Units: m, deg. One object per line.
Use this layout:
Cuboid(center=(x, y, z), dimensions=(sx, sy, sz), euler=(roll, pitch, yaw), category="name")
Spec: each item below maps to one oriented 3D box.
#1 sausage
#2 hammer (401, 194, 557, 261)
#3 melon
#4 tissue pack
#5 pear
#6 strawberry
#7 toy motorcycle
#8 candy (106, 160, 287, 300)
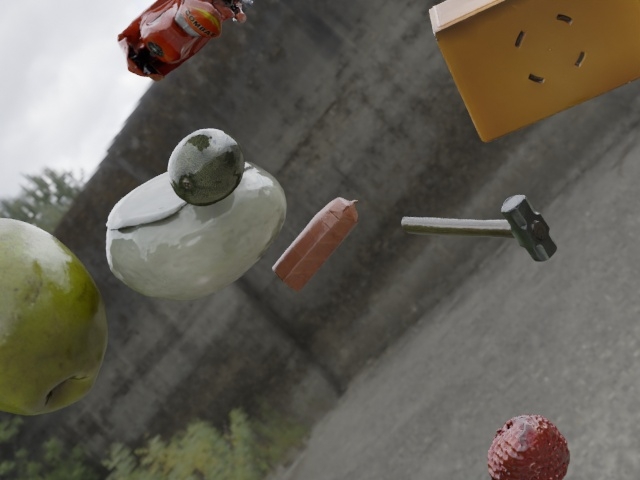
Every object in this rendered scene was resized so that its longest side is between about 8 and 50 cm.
Cuboid(center=(0.000, 0.000, 1.551), dimensions=(0.169, 0.065, 0.065), euler=(-50, -1, 6), category="sausage")
Cuboid(center=(0.253, -0.023, 1.723), dimensions=(0.043, 0.111, 0.365), euler=(-46, 23, -21), category="hammer")
Cuboid(center=(-0.150, -0.099, 1.321), dimensions=(0.098, 0.098, 0.131), euler=(-50, -2, 30), category="melon")
Cuboid(center=(0.320, -0.294, 1.425), dimensions=(0.274, 0.194, 0.145), euler=(-22, 25, 14), category="tissue pack")
Cuboid(center=(-0.444, 0.103, 1.440), dimensions=(0.253, 0.307, 0.253), euler=(-26, -23, -12), category="pear")
Cuboid(center=(0.493, 0.498, 2.357), dimensions=(0.205, 0.205, 0.244), euler=(-49, -26, -13), category="strawberry")
Cuboid(center=(-0.179, -0.296, 1.329), dimensions=(0.298, 0.089, 0.171), euler=(-16, 29, 53), category="toy motorcycle")
Cuboid(center=(-0.186, -0.014, 1.502), dimensions=(0.295, 0.185, 0.295), euler=(-18, 20, 7), category="candy")
